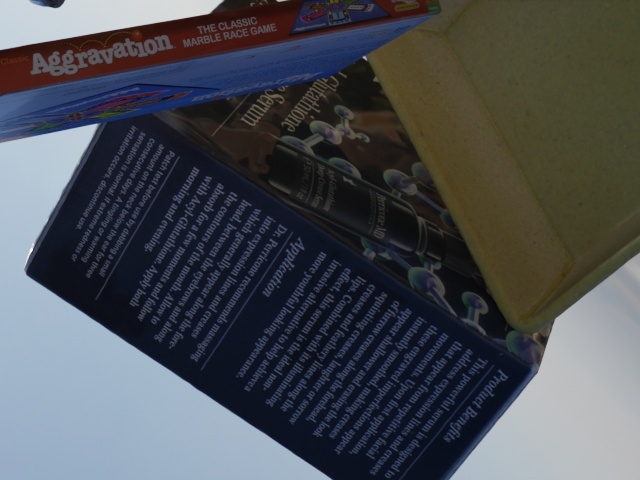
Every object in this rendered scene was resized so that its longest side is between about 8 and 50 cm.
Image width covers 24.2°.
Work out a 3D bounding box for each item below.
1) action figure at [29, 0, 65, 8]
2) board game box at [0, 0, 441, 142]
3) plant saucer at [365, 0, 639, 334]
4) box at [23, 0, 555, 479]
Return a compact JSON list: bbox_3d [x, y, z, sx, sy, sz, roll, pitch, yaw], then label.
[{"bbox_3d":[-0.215,-0.306,0.963,0.330,0.178,0.341,41,170,2],"label":"action figure"},{"bbox_3d":[-0.081,-0.104,0.882,0.145,0.281,0.027,-23,83,60],"label":"board game box"},{"bbox_3d":[0.212,-0.148,1.149,0.081,0.333,0.333,2,-126,-47],"label":"plant saucer"},{"bbox_3d":[0.000,0.000,1.306,0.395,0.212,0.293,34,-148,-1],"label":"box"}]
